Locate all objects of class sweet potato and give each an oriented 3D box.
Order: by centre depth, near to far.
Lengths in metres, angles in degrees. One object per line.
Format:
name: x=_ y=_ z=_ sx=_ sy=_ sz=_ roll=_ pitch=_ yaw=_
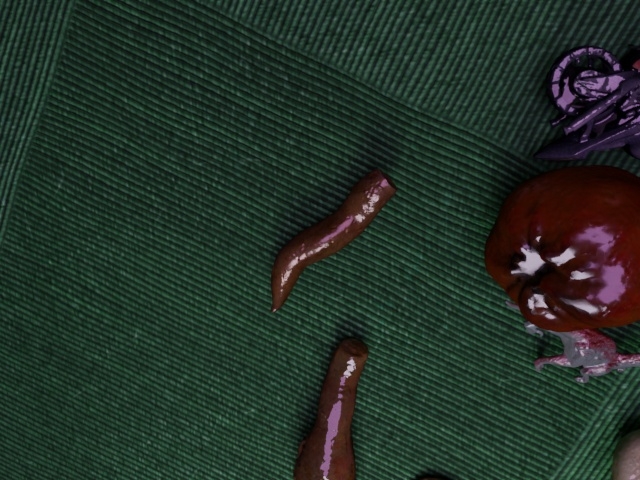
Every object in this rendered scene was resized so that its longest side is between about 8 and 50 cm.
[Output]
sweet potato: x=0.000 y=0.000 z=0.843 sx=0.281 sy=0.059 sz=0.067 roll=-40 pitch=131 yaw=18
sweet potato: x=0.014 y=0.348 z=0.909 sx=0.109 sy=0.109 sz=0.384 roll=6 pitch=104 yaw=6

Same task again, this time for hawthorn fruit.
hawthorn fruit: x=0.359 y=0.002 z=0.725 sx=0.261 sy=0.224 sz=0.224 roll=-21 pitch=102 yaw=-22

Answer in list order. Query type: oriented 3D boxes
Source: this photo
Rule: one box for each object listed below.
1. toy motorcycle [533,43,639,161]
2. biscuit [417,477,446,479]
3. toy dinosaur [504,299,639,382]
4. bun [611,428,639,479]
toy motorcycle: x=0.444 y=-0.165 z=0.720 sx=0.308 sy=0.108 sz=0.173 roll=4 pitch=110 yaw=9
biscuit: x=0.155 y=0.505 z=0.966 sx=0.118 sy=0.029 sz=0.247 roll=42 pitch=106 yaw=3
toy dinosaur: x=0.373 y=0.141 z=0.805 sx=0.242 sy=0.053 sz=0.167 roll=43 pitch=138 yaw=-22
bun: x=0.522 y=0.374 z=0.825 sx=0.164 sy=0.111 sz=0.188 roll=-44 pitch=65 yaw=-5
